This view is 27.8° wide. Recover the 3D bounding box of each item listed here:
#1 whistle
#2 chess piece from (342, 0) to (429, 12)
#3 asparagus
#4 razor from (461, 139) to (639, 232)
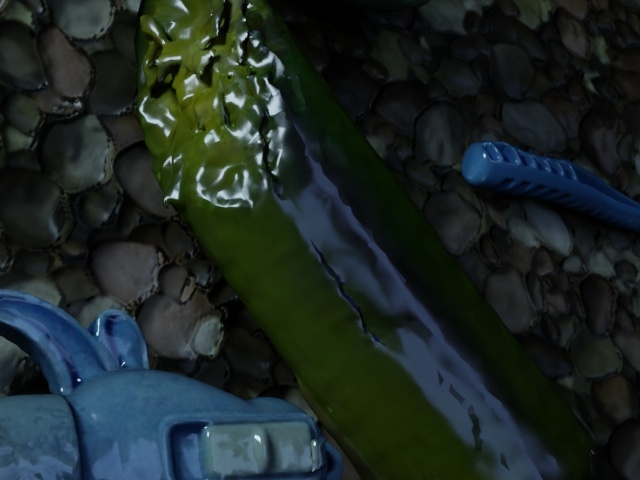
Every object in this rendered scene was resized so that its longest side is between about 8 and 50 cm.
[{"bbox_3d":[-0.108,0.111,0.600,0.269,0.093,0.180,3,69,-25],"label":"whistle"},{"bbox_3d":[-0.044,-0.232,0.732,0.298,0.176,0.175,36,55,-16],"label":"chess piece"},{"bbox_3d":[0.000,0.000,0.700,0.128,0.108,0.382,-34,88,-32],"label":"asparagus"},{"bbox_3d":[0.207,-0.028,0.882,0.253,0.042,0.082,11,22,-27],"label":"razor"}]
